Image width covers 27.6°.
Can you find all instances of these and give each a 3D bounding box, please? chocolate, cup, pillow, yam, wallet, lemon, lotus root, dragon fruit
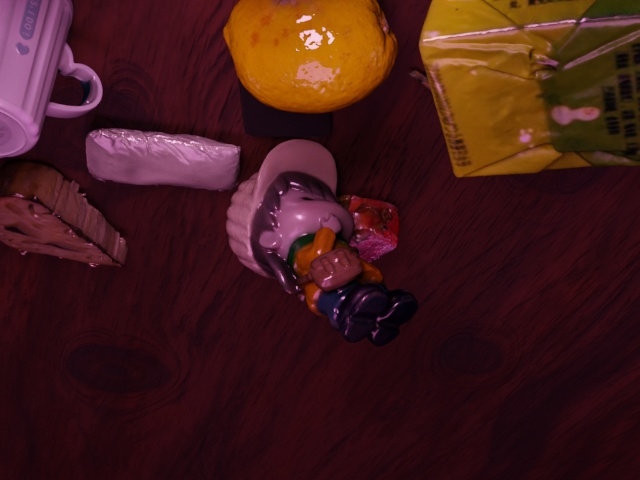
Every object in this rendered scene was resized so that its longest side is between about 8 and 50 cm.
[{"bbox_3d":[0.287,-0.213,1.604,0.288,0.137,0.301,-4,148,13],"label":"chocolate"},{"bbox_3d":[-0.377,-0.215,1.604,0.221,0.202,0.167,10,152,-10],"label":"cup"},{"bbox_3d":[-0.230,-0.116,1.914,0.229,0.051,0.128,6,153,-8],"label":"pillow"},{"bbox_3d":[0.157,-0.202,1.755,0.014,0.014,0.107,-23,141,38],"label":"yam"},{"bbox_3d":[-0.048,-0.210,1.753,0.124,0.025,0.244,2,150,3],"label":"wallet"},{"bbox_3d":[-0.013,-0.236,1.568,0.207,0.170,0.170,-4,149,15],"label":"lemon"},{"bbox_3d":[-0.433,-0.031,2.062,0.170,0.074,0.261,-5,151,17],"label":"lotus root"},{"bbox_3d":[0.042,-0.014,2.018,0.147,0.102,0.096,-26,147,26],"label":"dragon fruit"}]

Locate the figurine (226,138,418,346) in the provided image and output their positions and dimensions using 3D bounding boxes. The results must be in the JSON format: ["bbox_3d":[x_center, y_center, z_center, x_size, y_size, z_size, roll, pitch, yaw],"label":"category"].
[{"bbox_3d":[-0.014,0.026,1.873,0.185,0.332,0.204,14,132,-45],"label":"figurine"}]
